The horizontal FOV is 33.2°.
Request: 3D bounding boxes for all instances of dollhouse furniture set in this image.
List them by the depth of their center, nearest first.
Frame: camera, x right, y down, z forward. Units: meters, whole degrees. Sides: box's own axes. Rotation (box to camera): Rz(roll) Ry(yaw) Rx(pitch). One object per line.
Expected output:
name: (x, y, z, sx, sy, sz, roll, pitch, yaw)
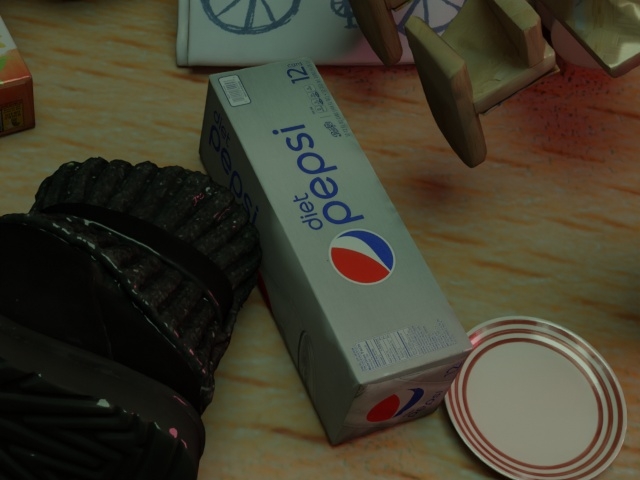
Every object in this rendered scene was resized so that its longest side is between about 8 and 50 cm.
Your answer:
dollhouse furniture set: (0.268, -0.154, 0.851, 0.362, 0.256, 0.394, -31, 58, -1)

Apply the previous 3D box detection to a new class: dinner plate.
dinner plate: (0.159, 0.120, 0.801, 0.141, 0.017, 0.141, 5, 55, -7)

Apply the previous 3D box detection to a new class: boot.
boot: (-0.203, 0.009, 0.670, 0.348, 0.131, 0.260, 33, 32, -18)

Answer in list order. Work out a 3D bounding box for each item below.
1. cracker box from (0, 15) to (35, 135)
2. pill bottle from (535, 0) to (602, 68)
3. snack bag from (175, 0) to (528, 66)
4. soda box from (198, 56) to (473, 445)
cracker box: (-0.351, -0.174, 0.885, 0.155, 0.067, 0.232, -19, 61, -24)
pill bottle: (0.269, -0.268, 1.032, 0.117, 0.117, 0.215, 13, 54, -1)
snack bag: (0.031, -0.318, 0.922, 0.322, 0.343, 0.037, -3, 20, -10)
soda box: (0.000, 0.000, 0.807, 0.091, 0.098, 0.286, -14, 59, -22)
